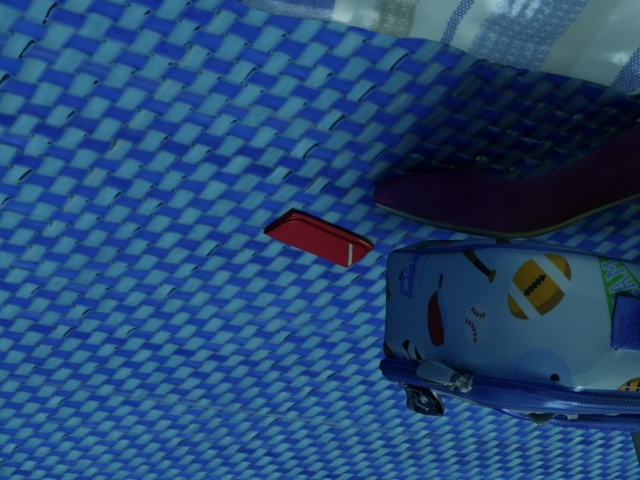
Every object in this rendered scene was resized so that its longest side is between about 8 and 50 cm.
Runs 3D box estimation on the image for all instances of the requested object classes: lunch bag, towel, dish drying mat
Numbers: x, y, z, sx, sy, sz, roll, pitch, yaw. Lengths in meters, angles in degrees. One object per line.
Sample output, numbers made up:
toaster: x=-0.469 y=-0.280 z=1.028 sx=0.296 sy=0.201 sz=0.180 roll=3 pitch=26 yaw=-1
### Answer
lunch bag: x=0.192 y=0.063 z=0.777 sx=0.303 sy=0.115 sz=0.243 roll=6 pitch=178 yaw=-21
towel: x=0.117 y=-0.167 z=0.648 sx=0.285 sy=0.034 sz=0.209 roll=9 pitch=142 yaw=-28
dish drying mat: x=0.000 y=0.000 z=0.896 sx=0.032 sy=0.008 sz=0.083 roll=-33 pitch=142 yaw=33

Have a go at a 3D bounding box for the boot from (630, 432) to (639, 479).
boot: x=0.325 y=0.087 z=0.947 sx=0.095 sy=0.203 sz=0.262 roll=17 pitch=140 yaw=-38

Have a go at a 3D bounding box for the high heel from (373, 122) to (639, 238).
high heel: x=0.159 y=-0.057 z=0.829 sx=0.244 sy=0.117 sz=0.082 roll=5 pitch=-177 yaw=12
